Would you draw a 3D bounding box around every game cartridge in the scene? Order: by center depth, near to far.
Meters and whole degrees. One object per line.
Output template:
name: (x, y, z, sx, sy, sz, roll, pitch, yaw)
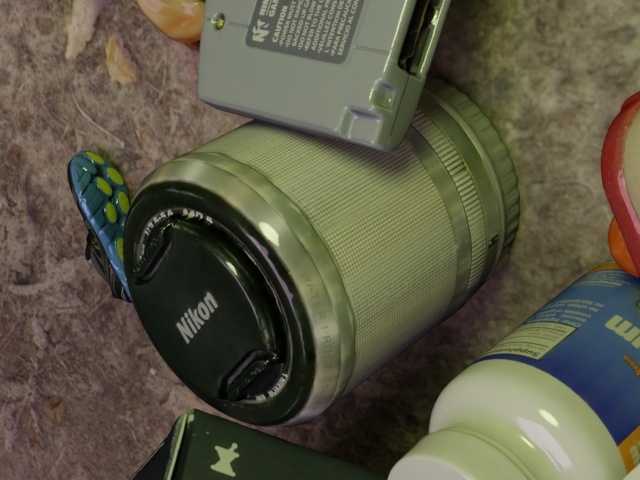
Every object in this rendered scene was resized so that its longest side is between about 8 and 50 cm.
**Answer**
game cartridge: (0.015, -0.222, 0.871, 0.196, 0.060, 0.294, 19, 92, 34)

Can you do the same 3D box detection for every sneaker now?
sneaker: (-0.246, -0.010, 1.373, 0.078, 0.067, 0.188, -4, 114, 41)

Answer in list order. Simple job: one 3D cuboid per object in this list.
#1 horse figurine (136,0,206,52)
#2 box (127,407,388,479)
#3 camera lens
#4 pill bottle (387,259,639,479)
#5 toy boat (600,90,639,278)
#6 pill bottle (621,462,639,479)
horse figurine: (-0.112, -0.245, 1.014, 0.174, 0.066, 0.263, -16, 119, 22)
box: (-0.009, 0.429, 1.066, 0.480, 0.297, 0.472, 22, 140, -15)
camera lens: (0.000, 0.000, 0.961, 0.219, 0.274, 0.219, 25, 131, 33)
pill bottle: (0.174, 0.133, 0.866, 0.152, 0.272, 0.152, 25, 131, 33)
toy boat: (0.253, -0.001, 0.814, 0.151, 0.151, 0.231, -3, 112, 66)
pill bottle: (0.291, 0.249, 0.700, 0.283, 0.160, 0.160, 49, 143, 36)
